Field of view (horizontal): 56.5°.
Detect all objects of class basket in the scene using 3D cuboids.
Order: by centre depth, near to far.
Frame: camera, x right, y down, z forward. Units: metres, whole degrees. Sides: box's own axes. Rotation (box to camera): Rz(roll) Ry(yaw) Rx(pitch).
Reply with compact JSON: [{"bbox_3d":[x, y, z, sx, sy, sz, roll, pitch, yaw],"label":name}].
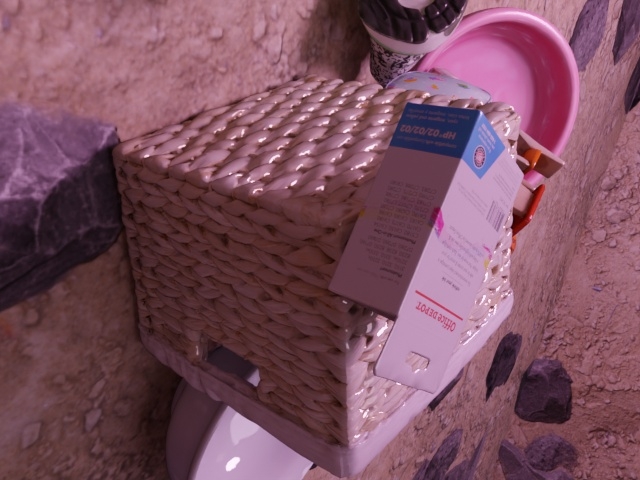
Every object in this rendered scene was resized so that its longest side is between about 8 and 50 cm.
[{"bbox_3d":[0.000,0.000,0.647,0.331,0.328,0.266,-33,130,-39],"label":"basket"}]

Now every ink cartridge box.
[{"bbox_3d":[0.073,0.008,0.426,0.104,0.061,0.181,31,80,-51],"label":"ink cartridge box"}]

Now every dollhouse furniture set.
[{"bbox_3d":[0.251,0.006,0.905,0.262,0.135,0.259,-54,178,-33],"label":"dollhouse furniture set"}]

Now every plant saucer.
[{"bbox_3d":[0.267,-0.214,0.994,0.332,0.084,0.332,-8,116,-16],"label":"plant saucer"}]

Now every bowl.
[{"bbox_3d":[-0.104,0.232,0.805,0.298,0.134,0.298,-33,135,-40],"label":"bowl"}]

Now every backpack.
[{"bbox_3d":[0.130,-0.144,0.803,0.166,0.188,0.144,-44,143,-44],"label":"backpack"}]

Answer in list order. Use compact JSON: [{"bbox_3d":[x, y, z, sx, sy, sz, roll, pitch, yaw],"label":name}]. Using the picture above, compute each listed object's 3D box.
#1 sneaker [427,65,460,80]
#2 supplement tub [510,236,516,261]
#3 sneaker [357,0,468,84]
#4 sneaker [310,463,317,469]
[{"bbox_3d":[0.181,-0.186,0.889,0.051,0.070,0.134,-7,118,-18],"label":"sneaker"},{"bbox_3d":[0.232,0.071,1.133,0.316,0.193,0.194,-42,140,-32],"label":"supplement tub"},{"bbox_3d":[0.165,-0.388,0.856,0.410,0.158,0.182,-55,176,-21],"label":"sneaker"},{"bbox_3d":[-0.010,0.296,0.986,0.109,0.130,0.286,-39,139,-39],"label":"sneaker"}]
